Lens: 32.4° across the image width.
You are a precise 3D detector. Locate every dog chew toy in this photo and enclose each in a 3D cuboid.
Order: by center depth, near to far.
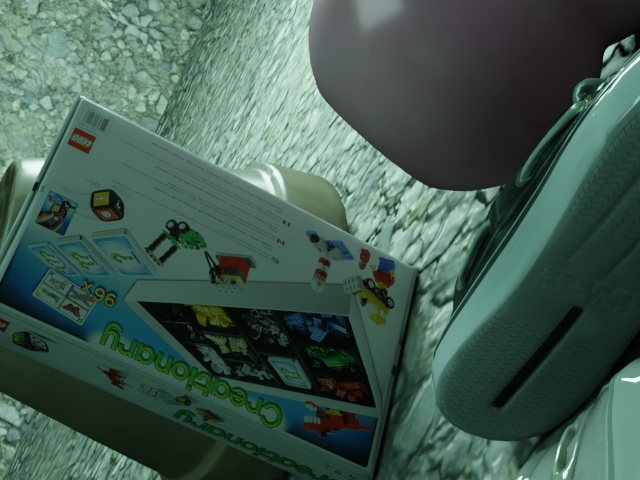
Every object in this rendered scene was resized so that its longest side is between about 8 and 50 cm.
[{"bbox_3d":[0.144,-0.195,0.745,0.332,0.206,0.206,-50,20,12],"label":"dog chew toy"}]

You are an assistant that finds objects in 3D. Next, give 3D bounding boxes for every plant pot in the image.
[{"bbox_3d":[-0.168,0.053,1.002,0.323,0.280,0.323,-48,32,44],"label":"plant pot"}]

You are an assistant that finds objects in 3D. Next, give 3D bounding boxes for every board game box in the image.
[{"bbox_3d":[-0.081,0.041,0.822,0.053,0.305,0.193,-43,25,51],"label":"board game box"}]

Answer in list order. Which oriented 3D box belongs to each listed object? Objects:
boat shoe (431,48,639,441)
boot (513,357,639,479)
[{"bbox_3d":[0.155,-0.034,0.577,0.335,0.121,0.119,-52,24,35],"label":"boat shoe"},{"bbox_3d":[0.122,0.171,0.445,0.123,0.095,0.258,-54,10,42],"label":"boot"}]
